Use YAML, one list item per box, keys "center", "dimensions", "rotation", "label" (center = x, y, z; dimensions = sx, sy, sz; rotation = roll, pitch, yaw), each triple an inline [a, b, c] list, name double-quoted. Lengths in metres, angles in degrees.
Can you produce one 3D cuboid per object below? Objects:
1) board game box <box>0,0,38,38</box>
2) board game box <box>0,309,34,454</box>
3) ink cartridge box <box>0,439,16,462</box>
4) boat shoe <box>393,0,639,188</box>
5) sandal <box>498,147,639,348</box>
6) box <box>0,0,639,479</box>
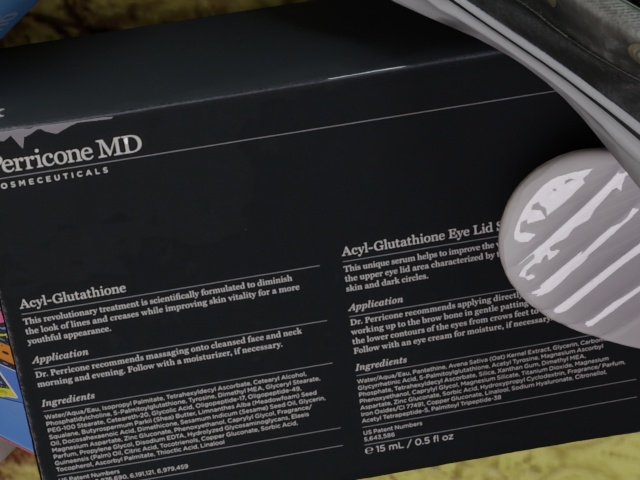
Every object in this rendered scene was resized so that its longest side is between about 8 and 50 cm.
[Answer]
- center: [-0.228, -0.196, 0.597]
  dimensions: [0.242, 0.064, 0.316]
  rotation: [-37, 87, 30]
  label: "board game box"
- center: [-0.104, 0.035, 0.736]
  dimensions: [0.281, 0.027, 0.145]
  rotation: [31, 102, -21]
  label: "board game box"
- center: [-0.225, 0.014, 0.794]
  dimensions: [0.140, 0.082, 0.190]
  rotation: [-3, 115, 25]
  label: "ink cartridge box"
- center: [0.094, -0.122, 0.548]
  dimensions: [0.335, 0.121, 0.119]
  rotation: [44, 157, 23]
  label: "boat shoe"
- center: [0.191, 0.003, 0.628]
  dimensions: [0.265, 0.076, 0.102]
  rotation: [16, 116, -16]
  label: "sandal"
- center: [0.000, 0.000, 0.664]
  dimensions: [0.261, 0.103, 0.184]
  rotation: [-9, 119, -5]
  label: "box"
